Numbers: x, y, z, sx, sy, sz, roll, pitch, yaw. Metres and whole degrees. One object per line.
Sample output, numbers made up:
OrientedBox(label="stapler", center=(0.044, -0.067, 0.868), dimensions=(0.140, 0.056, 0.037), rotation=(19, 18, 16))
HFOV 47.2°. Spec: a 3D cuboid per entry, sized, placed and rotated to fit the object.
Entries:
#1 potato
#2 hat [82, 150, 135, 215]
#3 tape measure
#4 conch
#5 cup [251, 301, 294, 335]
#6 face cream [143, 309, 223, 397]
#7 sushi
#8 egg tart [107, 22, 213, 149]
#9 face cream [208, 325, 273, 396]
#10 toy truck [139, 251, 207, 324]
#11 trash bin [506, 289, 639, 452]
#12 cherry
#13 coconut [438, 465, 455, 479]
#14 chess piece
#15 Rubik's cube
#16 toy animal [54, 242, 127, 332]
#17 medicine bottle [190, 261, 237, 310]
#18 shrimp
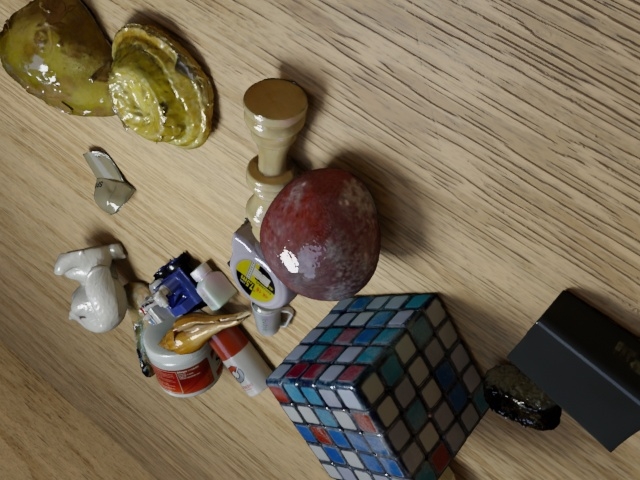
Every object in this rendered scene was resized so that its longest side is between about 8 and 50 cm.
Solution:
OrientedBox(label="potato", center=(-0.587, -0.385, 1.644), dimensions=(0.246, 0.196, 0.300), rotation=(-4, 123, 50))
OrientedBox(label="hat", center=(-0.593, -0.154, 1.969), dimensions=(0.147, 0.085, 0.175), rotation=(-11, 117, 52))
OrientedBox(label="tape measure", center=(-0.123, 0.061, 1.675), dimensions=(0.196, 0.105, 0.178), rotation=(40, 138, 8))
OrientedBox(label="conch", center=(-0.316, 0.229, 1.945), dimensions=(0.330, 0.093, 0.109), rotation=(-26, 112, 25))
OrientedBox(label="cup", center=(-0.117, 0.185, 1.824), dimensions=(0.104, 0.074, 0.116), rotation=(7, 140, 6))
OrientedBox(label="face cream", center=(-0.396, 0.326, 2.134), dimensions=(0.201, 0.201, 0.187), rotation=(21, 137, 33))
OrientedBox(label="sushi", center=(0.380, 0.295, 1.375), dimensions=(0.150, 0.090, 0.078), rotation=(19, 133, 36))
OrientedBox(label="egg tart", center=(-0.349, -0.309, 1.533), dimensions=(0.290, 0.115, 0.290), rotation=(26, 140, 25))
OrientedBox(label="face cream", center=(-0.224, 0.323, 2.040), dimensions=(0.214, 0.096, 0.096), rotation=(54, 145, -10))
OrientedBox(label="toy truck", center=(-0.404, 0.152, 1.992), dimensions=(0.161, 0.177, 0.213), rotation=(52, 145, -9))
OrientedBox(label="trash bin", center=(0.445, 0.210, 1.208), dimensions=(0.225, 0.115, 0.165), rotation=(40, 146, 16))
OrientedBox(label="cherry", center=(0.000, 0.000, 1.380), dimensions=(0.236, 0.213, 0.285), rotation=(26, 131, 4))
OrientedBox(label="coconut", center=(0.245, 0.584, 1.745), dimensions=(0.183, 0.171, 0.171), rotation=(33, 143, 24))
OrientedBox(label="chess piece", center=(-0.095, -0.130, 1.447), dimensions=(0.117, 0.117, 0.397), rotation=(33, 146, 19))
OrientedBox(label="Rubik's cube", center=(0.122, 0.302, 1.483), dimensions=(0.287, 0.292, 0.293), rotation=(-8, 120, 51))
OrientedBox(label="toy animal", center=(-0.673, 0.148, 2.214), dimensions=(0.271, 0.206, 0.265), rotation=(-177, 74, -79))
OrientedBox(label="medicine bottle", center=(-0.285, 0.117, 1.917), dimensions=(0.118, 0.074, 0.055), rotation=(51, 147, -8))
OrientedBox(label="shrimp", center=(-0.568, 0.300, 2.387), dimensions=(0.221, 0.110, 0.446), rotation=(36, 141, 25))
